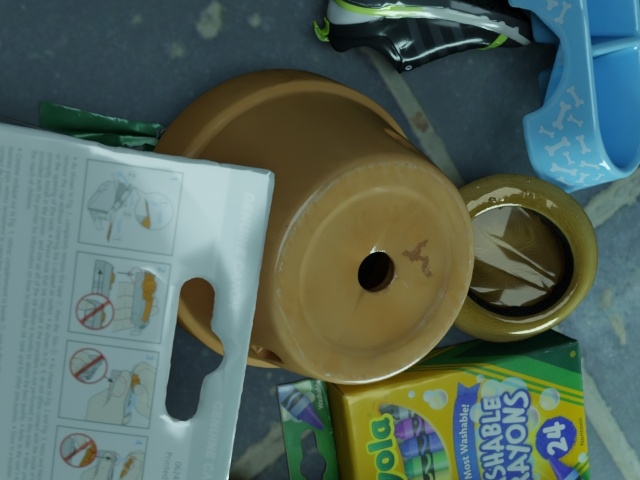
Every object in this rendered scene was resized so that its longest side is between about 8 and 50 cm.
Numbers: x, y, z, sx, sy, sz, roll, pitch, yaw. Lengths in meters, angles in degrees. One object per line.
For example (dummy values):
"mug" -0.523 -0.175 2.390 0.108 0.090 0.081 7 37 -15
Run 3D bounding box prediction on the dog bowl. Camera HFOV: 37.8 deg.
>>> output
"dog bowl" 0.270 -0.195 0.956 0.166 0.074 0.297 -21 106 -47

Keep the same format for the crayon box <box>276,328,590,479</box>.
"crayon box" 0.129 0.228 1.015 0.323 0.083 0.203 -10 101 -14

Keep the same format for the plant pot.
"plant pot" 0.000 0.000 0.848 0.291 0.203 0.291 -8 109 -26

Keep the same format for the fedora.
"fedora" 0.194 0.013 0.996 0.194 0.079 0.194 -2 108 -6

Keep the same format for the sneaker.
"sneaker" 0.105 -0.219 0.959 0.234 0.084 0.097 6 129 -20

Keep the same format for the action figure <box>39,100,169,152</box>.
"action figure" -0.149 -0.067 0.906 0.232 0.063 0.137 -3 96 -19

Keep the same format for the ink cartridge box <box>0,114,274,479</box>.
"ink cartridge box" -0.249 0.055 0.751 0.385 0.091 0.308 8 102 -6
